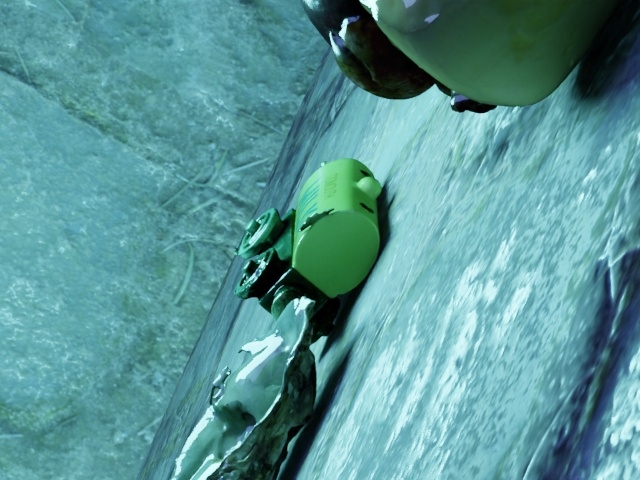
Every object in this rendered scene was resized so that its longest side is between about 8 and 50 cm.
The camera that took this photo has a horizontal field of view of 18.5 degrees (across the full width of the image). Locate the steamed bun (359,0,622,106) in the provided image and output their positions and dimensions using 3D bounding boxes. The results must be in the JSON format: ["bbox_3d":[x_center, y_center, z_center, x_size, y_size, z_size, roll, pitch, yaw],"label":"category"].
[{"bbox_3d":[0.130,-0.213,1.267,0.232,0.166,0.273,-54,31,16],"label":"steamed bun"}]

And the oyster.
[{"bbox_3d":[-0.067,0.175,1.669,0.199,0.087,0.252,-37,37,47],"label":"oyster"}]

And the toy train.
[{"bbox_3d":[0.000,0.000,1.837,0.157,0.105,0.253,-48,10,12],"label":"toy train"}]

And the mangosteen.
[{"bbox_3d":[0.088,-0.193,1.486,0.211,0.211,0.250,-58,35,41],"label":"mangosteen"}]
